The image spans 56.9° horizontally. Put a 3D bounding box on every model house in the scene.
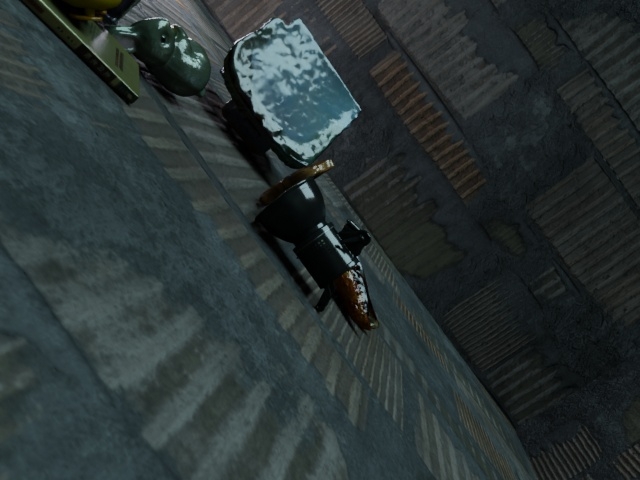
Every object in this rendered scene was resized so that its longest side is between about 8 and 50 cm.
[{"bbox_3d":[-0.155,-0.387,1.643,0.360,0.297,0.339,51,-26,-23],"label":"model house"}]

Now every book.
[{"bbox_3d":[-0.382,-0.336,0.949,0.231,0.026,0.161,46,13,-37],"label":"book"}]

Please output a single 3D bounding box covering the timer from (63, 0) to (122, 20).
[{"bbox_3d":[-0.355,-0.401,0.898,0.107,0.109,0.107,10,29,-6],"label":"timer"}]

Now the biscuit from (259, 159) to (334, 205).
[{"bbox_3d":[-0.063,-0.128,1.335,0.043,0.183,0.280,64,-18,-5],"label":"biscuit"}]

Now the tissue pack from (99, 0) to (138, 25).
[{"bbox_3d":[-0.450,-0.547,1.020,0.344,0.125,0.242,42,13,-26],"label":"tissue pack"}]

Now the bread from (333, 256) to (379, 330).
[{"bbox_3d":[0.059,0.095,1.399,0.139,0.095,0.268,24,45,-67],"label":"bread"}]

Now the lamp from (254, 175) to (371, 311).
[{"bbox_3d":[0.000,0.000,1.180,0.227,0.172,0.147,52,8,1],"label":"lamp"}]

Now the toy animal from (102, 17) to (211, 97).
[{"bbox_3d":[-0.315,-0.370,1.147,0.127,0.125,0.251,27,6,21],"label":"toy animal"}]
